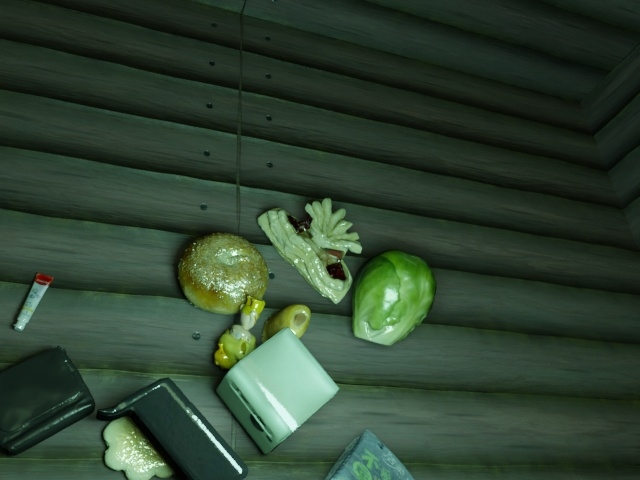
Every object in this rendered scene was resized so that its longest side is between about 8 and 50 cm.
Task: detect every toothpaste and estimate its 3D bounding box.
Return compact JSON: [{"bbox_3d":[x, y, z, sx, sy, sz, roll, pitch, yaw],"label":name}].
[{"bbox_3d":[-0.849,0.179,1.719,0.048,0.031,0.190,16,52,-9],"label":"toothpaste"}]

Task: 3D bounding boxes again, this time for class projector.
[{"bbox_3d":[-0.129,0.443,1.721,0.248,0.249,0.249,-33,77,-35],"label":"projector"}]

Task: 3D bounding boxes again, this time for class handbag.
[{"bbox_3d":[-0.765,0.428,1.570,0.246,0.080,0.223,-27,66,-32],"label":"handbag"}]

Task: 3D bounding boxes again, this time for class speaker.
[{"bbox_3d":[-0.394,0.541,1.551,0.388,0.180,0.184,46,58,5],"label":"speaker"}]

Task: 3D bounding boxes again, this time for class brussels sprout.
[{"bbox_3d":[0.240,0.197,2.024,0.281,0.289,0.355,30,75,-17],"label":"brussels sprout"}]

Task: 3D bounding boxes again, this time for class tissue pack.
[{"bbox_3d":[0.143,0.730,1.617,0.288,0.124,0.394,49,19,9],"label":"tissue pack"}]

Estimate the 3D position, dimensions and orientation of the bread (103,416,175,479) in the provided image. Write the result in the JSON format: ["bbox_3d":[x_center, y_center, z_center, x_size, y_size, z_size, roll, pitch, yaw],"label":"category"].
[{"bbox_3d":[-0.470,0.572,1.624,0.250,0.039,0.182,0,59,-25],"label":"bread"}]

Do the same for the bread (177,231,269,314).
[{"bbox_3d":[-0.313,0.098,1.919,0.305,0.159,0.306,11,55,-16],"label":"bread"}]

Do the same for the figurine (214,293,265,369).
[{"bbox_3d":[-0.246,0.294,1.820,0.131,0.156,0.246,25,89,-34],"label":"figurine"}]

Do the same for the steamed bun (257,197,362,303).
[{"bbox_3d":[0.000,0.000,2.109,0.428,0.189,0.247,49,46,12],"label":"steamed bun"}]

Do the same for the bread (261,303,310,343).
[{"bbox_3d":[-0.112,0.272,1.895,0.085,0.173,0.134,38,50,-16],"label":"bread"}]
